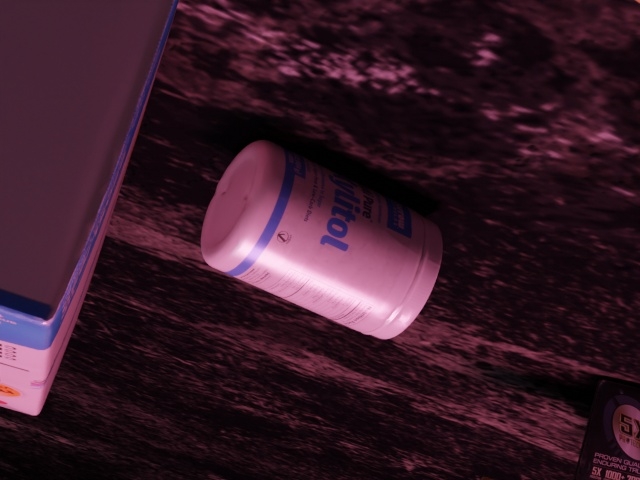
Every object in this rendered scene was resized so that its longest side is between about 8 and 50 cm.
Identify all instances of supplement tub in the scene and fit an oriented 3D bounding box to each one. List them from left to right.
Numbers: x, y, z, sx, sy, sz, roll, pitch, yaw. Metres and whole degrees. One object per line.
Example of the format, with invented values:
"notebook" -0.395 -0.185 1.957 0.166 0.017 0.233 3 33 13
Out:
"supplement tub" 0.000 0.000 0.745 0.107 0.071 0.071 24 161 -21

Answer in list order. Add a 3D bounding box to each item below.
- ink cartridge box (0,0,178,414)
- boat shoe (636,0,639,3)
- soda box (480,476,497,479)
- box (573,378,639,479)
"ink cartridge box" -0.169 -0.041 0.620 0.171 0.168 0.232 19 162 -7
"boat shoe" 0.170 -0.066 0.391 0.223 0.080 0.073 26 165 -10
"soda box" 0.183 0.212 0.953 0.181 0.061 0.058 15 162 10
"box" 0.251 0.169 0.993 0.147 0.077 0.180 13 161 16
